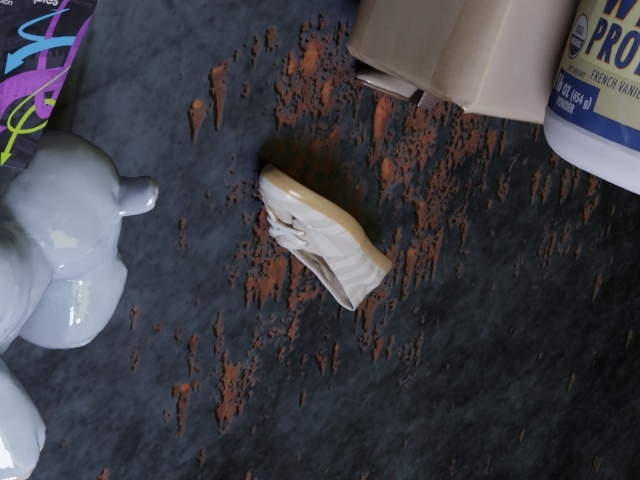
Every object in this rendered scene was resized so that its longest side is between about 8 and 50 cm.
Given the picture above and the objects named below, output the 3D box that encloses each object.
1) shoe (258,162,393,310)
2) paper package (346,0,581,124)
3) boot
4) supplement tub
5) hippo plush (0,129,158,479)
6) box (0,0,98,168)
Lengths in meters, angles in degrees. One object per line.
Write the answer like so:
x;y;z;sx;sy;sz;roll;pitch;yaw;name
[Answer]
0.000;0.000;1.726;0.058;0.076;0.219;-55;145;-6;shoe
0.210;-0.259;1.638;0.309;0.168;0.324;7;107;-48;paper package
0.085;-0.165;1.720;0.118;0.042;0.087;13;103;-51;boot
0.320;-0.189;1.487;0.228;0.228;0.316;2;110;-47;supplement tub
-0.261;0.009;1.405;0.236;0.234;0.294;-51;150;-46;hippo plush
-0.203;-0.126;1.214;0.116;0.029;0.162;7;113;-47;box
